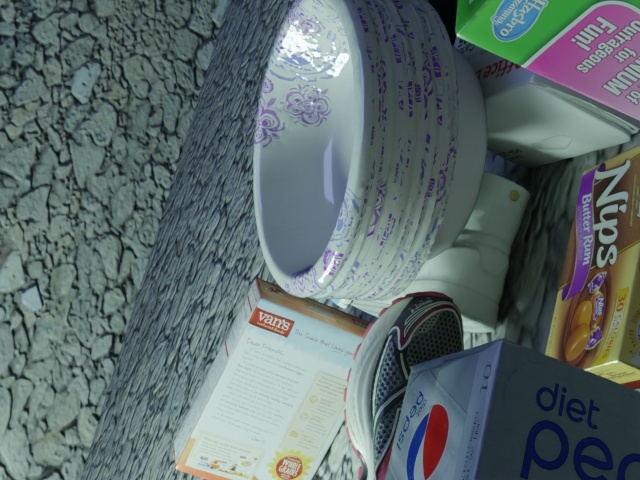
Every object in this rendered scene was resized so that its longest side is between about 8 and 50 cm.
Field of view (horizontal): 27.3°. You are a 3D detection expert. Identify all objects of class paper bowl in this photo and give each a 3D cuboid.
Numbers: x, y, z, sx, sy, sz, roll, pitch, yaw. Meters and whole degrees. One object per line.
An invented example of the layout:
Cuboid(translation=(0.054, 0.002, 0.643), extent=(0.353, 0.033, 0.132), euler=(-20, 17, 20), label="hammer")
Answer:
Cuboid(translation=(0.048, -0.086, 1.197), extent=(0.284, 0.148, 0.284), euler=(-175, 90, -69), label="paper bowl")

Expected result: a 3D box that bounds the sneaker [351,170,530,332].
Cuboid(translation=(0.110, 0.000, 1.344), extent=(0.292, 0.108, 0.169), euler=(0, 67, 61), label="sneaker")

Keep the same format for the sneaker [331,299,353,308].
Cuboid(translation=(0.000, 0.000, 1.345), extent=(0.063, 0.073, 0.162), euler=(-55, 25, 19), label="sneaker")

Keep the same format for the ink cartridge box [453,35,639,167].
Cuboid(translation=(0.229, -0.229, 1.218), extent=(0.207, 0.117, 0.283), euler=(-14, 56, 69), label="ink cartridge box")

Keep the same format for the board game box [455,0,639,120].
Cuboid(translation=(0.264, -0.131, 0.652), extent=(0.242, 0.316, 0.064), euler=(-48, 27, 50), label="board game box")

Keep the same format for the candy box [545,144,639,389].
Cuboid(translation=(0.234, 0.022, 1.009), extent=(0.109, 0.053, 0.187), euler=(-30, 42, 64), label="candy box")

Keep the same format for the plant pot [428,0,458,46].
Cuboid(translation=(0.095, -0.255, 1.464), extent=(0.255, 0.271, 0.272), euler=(111, 173, -64), label="plant pot")

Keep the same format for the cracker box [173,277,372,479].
Cuboid(translation=(-0.051, 0.176, 1.505), extent=(0.232, 0.155, 0.067), euler=(-62, 17, 16), label="cracker box")

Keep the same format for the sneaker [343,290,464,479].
Cuboid(translation=(0.091, 0.192, 1.142), extent=(0.112, 0.121, 0.299), euler=(-7, 74, 53), label="sneaker")

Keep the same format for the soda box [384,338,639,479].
Cuboid(translation=(0.174, 0.143, 0.636), extent=(0.091, 0.286, 0.098), euler=(-29, 42, 62), label="soda box")
